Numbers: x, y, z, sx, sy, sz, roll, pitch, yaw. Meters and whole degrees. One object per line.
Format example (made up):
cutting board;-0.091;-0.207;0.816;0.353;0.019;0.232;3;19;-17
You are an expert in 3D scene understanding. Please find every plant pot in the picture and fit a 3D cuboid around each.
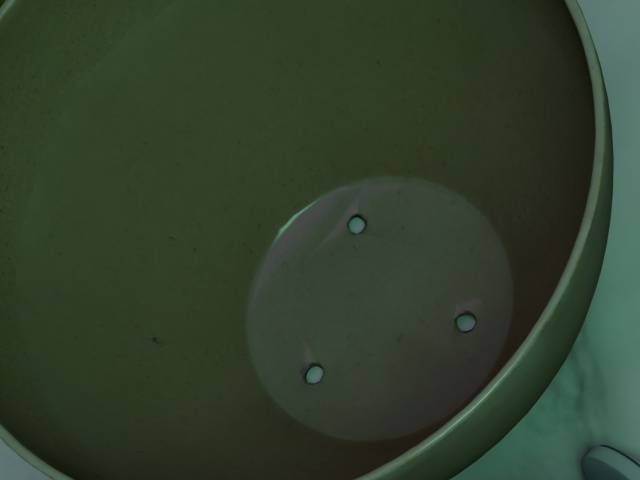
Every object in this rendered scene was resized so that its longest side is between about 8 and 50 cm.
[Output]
plant pot;0.000;0.000;0.755;0.284;0.191;0.284;-7;68;18

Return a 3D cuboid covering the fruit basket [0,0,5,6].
fruit basket;-0.172;-0.225;0.794;0.283;0.392;0.392;-26;63;9

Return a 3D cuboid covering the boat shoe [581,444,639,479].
boat shoe;0.160;0.114;0.744;0.100;0.035;0.035;31;55;31
